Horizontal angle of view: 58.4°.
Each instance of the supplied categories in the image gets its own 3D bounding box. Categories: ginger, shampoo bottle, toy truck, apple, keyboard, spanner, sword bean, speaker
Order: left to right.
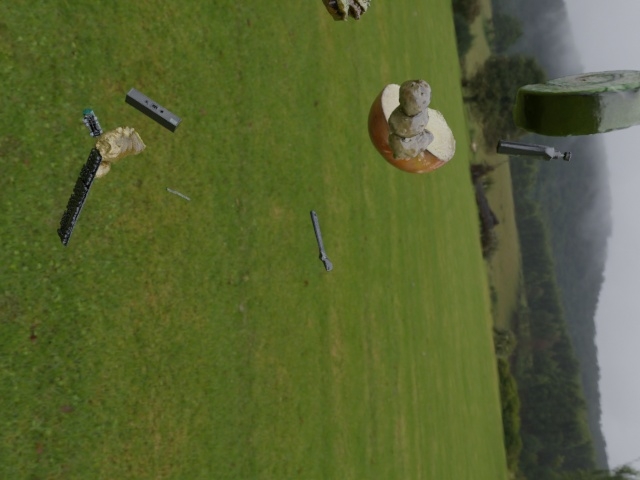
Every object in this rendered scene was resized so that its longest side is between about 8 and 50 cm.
[{"bbox_3d":[-0.546,-0.099,1.296,0.023,0.231,0.072,17,18,-37],"label":"keyboard"},{"bbox_3d":[-0.689,-0.355,1.731,0.083,0.039,0.044,85,-14,-53],"label":"toy truck"},{"bbox_3d":[-0.500,-0.237,1.401,0.205,0.081,0.115,-65,161,-53],"label":"ginger"},{"bbox_3d":[-0.570,-0.444,1.952,0.191,0.046,0.040,33,56,-10],"label":"speaker"},{"bbox_3d":[-0.440,-0.144,1.776,0.083,0.012,0.012,26,48,-26],"label":"sword bean"},{"bbox_3d":[0.000,0.000,1.653,0.046,0.012,0.209,26,41,-47],"label":"spanner"},{"bbox_3d":[0.250,-0.310,1.734,0.292,0.163,0.251,26,49,-23],"label":"apple"},{"bbox_3d":[0.191,-0.257,1.216,0.204,0.104,0.080,78,-2,-57],"label":"ginger"},{"bbox_3d":[0.414,-0.173,1.113,0.048,0.137,0.027,26,74,-83],"label":"shampoo bottle"}]

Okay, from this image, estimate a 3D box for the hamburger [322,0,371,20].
[{"bbox_3d":[0.043,-0.748,1.714,0.206,0.130,0.183,50,-1,33],"label":"hamburger"}]

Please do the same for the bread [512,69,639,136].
[{"bbox_3d":[0.737,-0.384,1.605,0.366,0.381,0.129,-42,129,-55],"label":"bread"}]
